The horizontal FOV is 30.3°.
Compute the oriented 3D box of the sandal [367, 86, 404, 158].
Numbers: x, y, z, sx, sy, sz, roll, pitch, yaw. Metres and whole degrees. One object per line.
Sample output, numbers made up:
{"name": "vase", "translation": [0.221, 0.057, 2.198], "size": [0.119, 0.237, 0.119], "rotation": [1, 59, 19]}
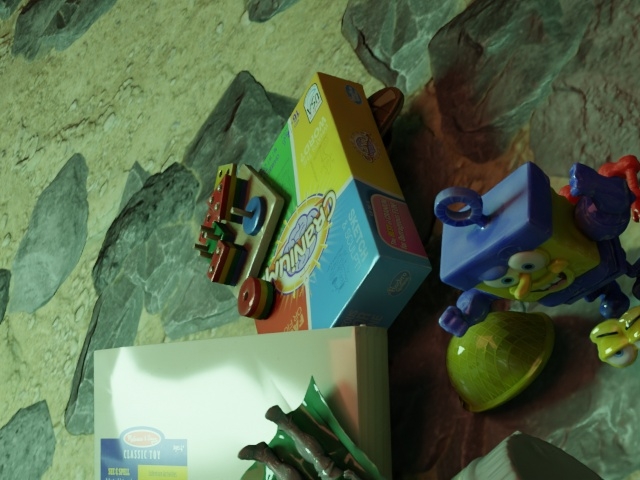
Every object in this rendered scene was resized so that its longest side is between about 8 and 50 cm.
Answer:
{"name": "sandal", "translation": [0.055, -0.101, 1.391], "size": [0.180, 0.049, 0.072], "rotation": [-64, 28, 23]}

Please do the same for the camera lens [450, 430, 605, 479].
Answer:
{"name": "camera lens", "translation": [0.124, 0.308, 0.866], "size": [0.274, 0.219, 0.219], "rotation": [-51, 36, 14]}

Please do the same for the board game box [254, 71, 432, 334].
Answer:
{"name": "board game box", "translation": [0.000, 0.000, 1.318], "size": [0.242, 0.064, 0.316], "rotation": [-58, 32, 32]}

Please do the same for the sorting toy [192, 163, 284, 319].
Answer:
{"name": "sorting toy", "translation": [-0.108, -0.018, 1.412], "size": [0.132, 0.046, 0.274], "rotation": [-69, 27, 14]}

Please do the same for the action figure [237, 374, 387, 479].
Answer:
{"name": "action figure", "translation": [0.025, 0.243, 1.049], "size": [0.232, 0.063, 0.137], "rotation": [39, 104, 30]}

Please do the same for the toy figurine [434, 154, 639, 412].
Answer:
{"name": "toy figurine", "translation": [0.165, -0.003, 0.993], "size": [0.362, 0.217, 0.191], "rotation": [-36, 43, 44]}

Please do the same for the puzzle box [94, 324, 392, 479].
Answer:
{"name": "puzzle box", "translation": [-0.096, 0.235, 1.233], "size": [0.409, 0.052, 0.272], "rotation": [-8, 80, 42]}
